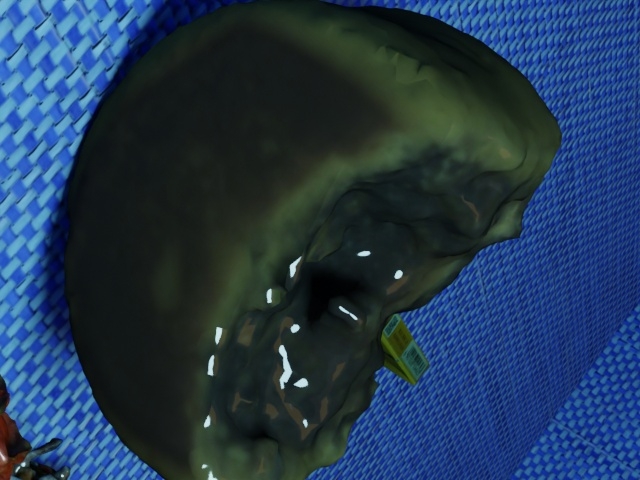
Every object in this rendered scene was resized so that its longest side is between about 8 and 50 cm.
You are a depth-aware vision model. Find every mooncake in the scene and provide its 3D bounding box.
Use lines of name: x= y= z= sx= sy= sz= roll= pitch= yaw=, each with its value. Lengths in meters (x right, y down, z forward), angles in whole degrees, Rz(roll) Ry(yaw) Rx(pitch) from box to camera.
mooncake: x=0.000 y=0.000 z=1.074 sx=0.246 sy=0.394 sz=0.393 roll=-5 pitch=83 yaw=-62

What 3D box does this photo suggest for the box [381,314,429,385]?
box: x=0.030 y=0.076 z=1.488 sx=0.041 sy=0.153 sz=0.279 roll=-53 pitch=154 yaw=-10

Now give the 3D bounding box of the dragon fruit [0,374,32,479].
dragon fruit: x=-0.323 y=0.156 z=0.867 sx=0.241 sy=0.241 sz=0.252 roll=14 pitch=92 yaw=-63

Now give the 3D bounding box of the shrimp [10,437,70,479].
shrimp: x=-0.313 y=0.254 z=1.098 sx=0.221 sy=0.166 sz=0.411 roll=-33 pitch=151 yaw=28
